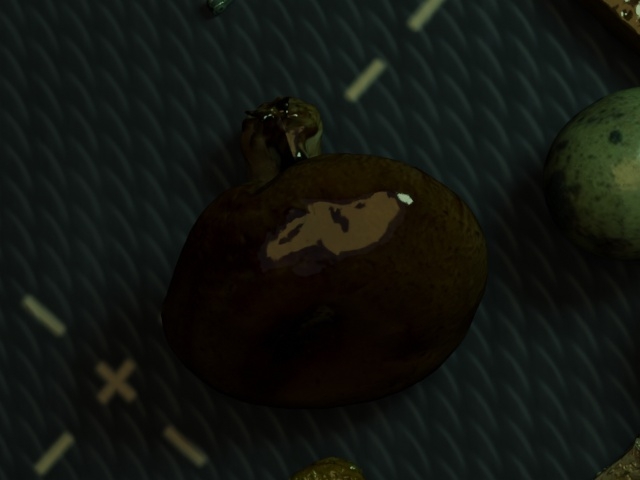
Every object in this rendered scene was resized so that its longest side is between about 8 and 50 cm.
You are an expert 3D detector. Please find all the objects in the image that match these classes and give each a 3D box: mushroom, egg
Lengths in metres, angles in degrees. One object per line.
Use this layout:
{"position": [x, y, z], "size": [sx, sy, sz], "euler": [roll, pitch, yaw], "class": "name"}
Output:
{"position": [0.017, 0.022, 1.512], "size": [0.267, 0.267, 0.254], "euler": [25, 53, 7], "class": "mushroom"}
{"position": [0.274, -0.062, 1.518], "size": [0.181, 0.141, 0.141], "euler": [-31, 82, -17], "class": "egg"}

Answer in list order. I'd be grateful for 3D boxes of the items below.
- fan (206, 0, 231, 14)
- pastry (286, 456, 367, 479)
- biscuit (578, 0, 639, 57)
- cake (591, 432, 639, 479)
{"position": [-0.031, -0.276, 1.619], "size": [0.193, 0.038, 0.016], "euler": [-42, 70, 2], "class": "fan"}
{"position": [0.006, 0.243, 1.548], "size": [0.097, 0.057, 0.109], "euler": [25, 85, 8], "class": "pastry"}
{"position": [0.374, -0.290, 1.573], "size": [0.367, 0.063, 0.314], "euler": [42, 86, 8], "class": "biscuit"}
{"position": [0.255, 0.223, 1.545], "size": [0.052, 0.065, 0.121], "euler": [45, 112, 7], "class": "cake"}
